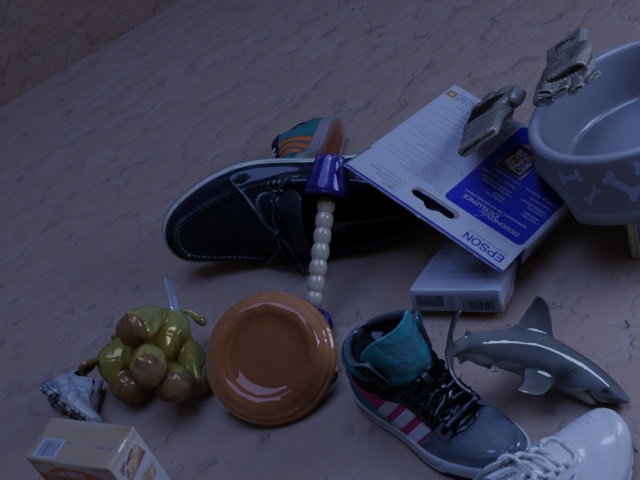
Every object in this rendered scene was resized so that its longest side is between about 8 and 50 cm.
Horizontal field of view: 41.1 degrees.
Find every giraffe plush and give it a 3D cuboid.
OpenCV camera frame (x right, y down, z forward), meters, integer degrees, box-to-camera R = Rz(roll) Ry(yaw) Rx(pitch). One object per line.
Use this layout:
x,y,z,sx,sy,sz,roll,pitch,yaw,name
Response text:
-0.287,0.187,1.359,0.170,0.181,0.210,-35,42,22,giraffe plush

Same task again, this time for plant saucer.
-0.076,0.170,1.254,0.200,0.037,0.199,-3,73,11,plant saucer

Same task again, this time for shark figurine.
0.244,0.122,1.074,0.166,0.278,0.116,36,109,64,shark figurine

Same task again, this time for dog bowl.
0.460,-0.174,1.228,0.349,0.102,0.348,-26,30,16,dog bowl

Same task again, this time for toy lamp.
0.000,0.000,1.355,0.080,0.080,0.274,4,83,33,toy lamp

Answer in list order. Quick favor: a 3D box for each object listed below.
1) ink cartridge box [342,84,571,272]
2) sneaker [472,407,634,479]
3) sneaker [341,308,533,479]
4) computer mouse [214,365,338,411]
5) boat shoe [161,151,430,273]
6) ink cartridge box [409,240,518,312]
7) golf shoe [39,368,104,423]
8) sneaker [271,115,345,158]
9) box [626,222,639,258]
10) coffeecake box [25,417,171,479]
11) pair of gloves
0.242,-0.097,1.372,0.304,0.072,0.307,37,56,22,ink cartridge box
0.239,0.283,0.944,0.297,0.129,0.111,-37,35,-21,sneaker
0.133,0.180,1.093,0.124,0.178,0.296,-42,39,-25,sneaker
-0.069,0.197,1.287,0.193,0.042,0.106,-25,72,4,computer mouse
-0.047,-0.044,1.491,0.501,0.186,0.156,-9,31,11,boat shoe
0.236,0.053,1.340,0.146,0.045,0.179,-1,22,29,ink cartridge box
-0.385,0.254,1.390,0.086,0.069,0.176,-35,37,-27,golf shoe
-0.049,-0.148,1.700,0.121,0.108,0.302,-5,31,26,sneaker
0.579,-0.090,1.252,0.243,0.117,0.213,-4,40,24,box
-0.275,0.323,1.129,0.142,0.185,0.068,-2,40,28,coffeecake box
0.316,-0.221,1.307,0.240,0.042,0.204,-34,14,26,pair of gloves
